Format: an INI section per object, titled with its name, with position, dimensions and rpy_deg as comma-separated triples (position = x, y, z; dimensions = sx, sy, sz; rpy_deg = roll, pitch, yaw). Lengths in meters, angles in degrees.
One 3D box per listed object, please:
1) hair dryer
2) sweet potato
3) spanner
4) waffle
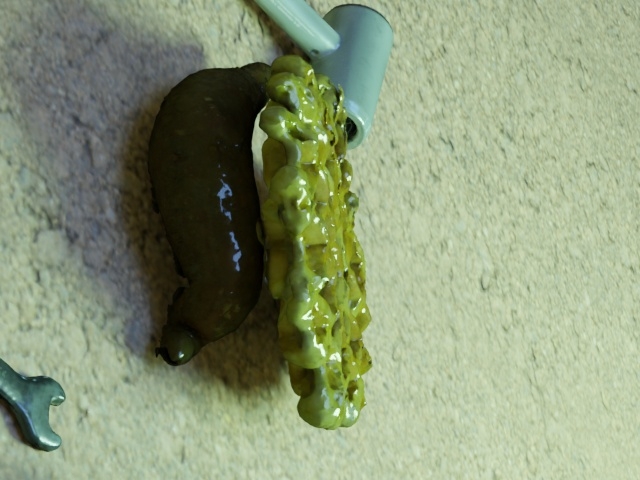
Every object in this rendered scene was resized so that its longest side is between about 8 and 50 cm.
[hair dryer]
position = -0.026, -0.199, 1.725
dimensions = 0.236, 0.073, 0.131
rpy_deg = 46, 42, -33
[sweet potato]
position = -0.089, -0.046, 1.527
dimensions = 0.124, 0.098, 0.310
rpy_deg = 65, 24, -53
[spanner]
position = -0.253, 0.059, 1.292
dimensions = 0.254, 0.015, 0.054
rpy_deg = 47, 42, -36
[waffle]
position = -0.004, 0.000, 1.563
dimensions = 0.307, 0.060, 0.312
rpy_deg = -67, 152, -75
